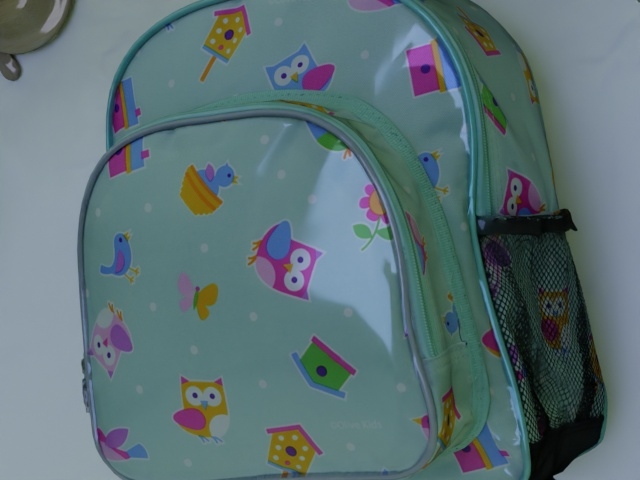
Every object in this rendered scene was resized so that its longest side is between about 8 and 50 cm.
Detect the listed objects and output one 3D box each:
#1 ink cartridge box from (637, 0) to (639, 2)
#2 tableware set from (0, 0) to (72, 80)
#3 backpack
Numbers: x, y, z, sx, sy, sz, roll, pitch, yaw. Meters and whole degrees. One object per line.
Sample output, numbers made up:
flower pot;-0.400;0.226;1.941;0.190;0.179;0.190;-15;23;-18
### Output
ink cartridge box;0.140;-0.268;0.464;0.166;0.285;0.395;-8;88;24
tableware set;-0.124;-0.158;0.736;0.169;0.020;0.141;-40;76;19
backpack;0.000;0.000;0.614;0.166;0.144;0.188;-8;84;30
